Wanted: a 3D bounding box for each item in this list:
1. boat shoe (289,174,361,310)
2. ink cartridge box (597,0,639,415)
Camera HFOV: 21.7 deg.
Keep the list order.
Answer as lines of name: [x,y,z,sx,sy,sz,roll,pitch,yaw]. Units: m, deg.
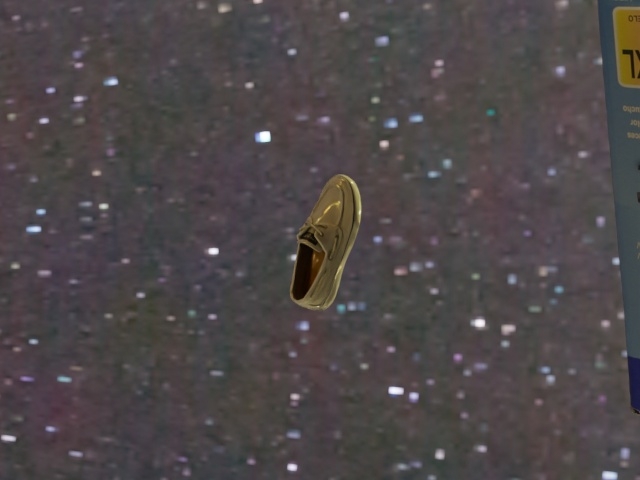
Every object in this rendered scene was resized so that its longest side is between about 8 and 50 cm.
boat shoe: [0.000,0.000,1.197,0.035,0.035,0.100,15,-88,-53]
ink cartridge box: [0.332,-0.039,1.248,0.270,0.151,0.395,-42,-52,-49]
